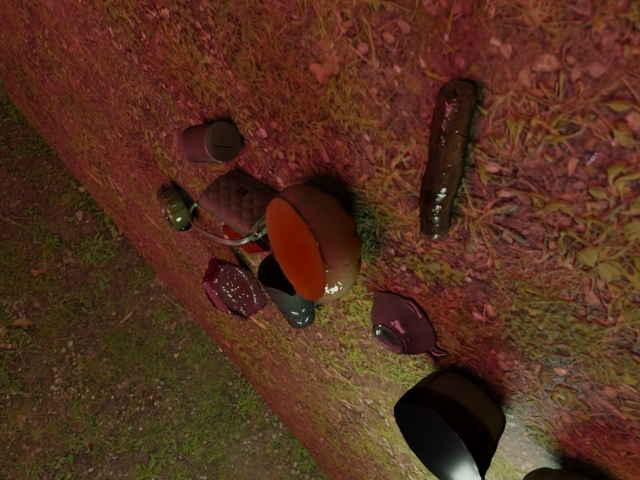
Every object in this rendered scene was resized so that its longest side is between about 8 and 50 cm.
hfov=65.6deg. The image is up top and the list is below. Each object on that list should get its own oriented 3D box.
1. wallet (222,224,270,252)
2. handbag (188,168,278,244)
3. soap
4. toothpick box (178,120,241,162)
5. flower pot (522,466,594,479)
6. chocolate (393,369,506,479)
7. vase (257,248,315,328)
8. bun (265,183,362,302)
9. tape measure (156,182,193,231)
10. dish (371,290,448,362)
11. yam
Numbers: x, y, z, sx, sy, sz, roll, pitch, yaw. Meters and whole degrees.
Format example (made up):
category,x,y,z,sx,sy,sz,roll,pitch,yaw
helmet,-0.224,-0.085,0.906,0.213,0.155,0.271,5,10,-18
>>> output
category,x,y,z,sx,sy,sz,roll,pitch,yaw
wallet,-0.250,-0.009,1.653,0.142,0.045,0.204,45,162,-15
handbag,-0.244,-0.085,1.394,0.256,0.219,0.079,30,149,30
soap,-0.344,0.184,1.924,0.112,0.182,0.289,11,135,45
toothpick box,-0.307,-0.269,1.372,0.181,0.111,0.111,11,134,52
flower pot,0.552,0.647,1.132,0.246,0.246,0.195,31,180,31
chocolate,0.343,0.458,1.257,0.283,0.186,0.283,41,148,33
vase,-0.094,0.157,1.583,0.301,0.156,0.251,74,172,-49
bun,0.000,0.000,1.204,0.299,0.165,0.299,41,143,42
tape measure,-0.568,-0.125,1.948,0.175,0.106,0.200,44,154,41
dish,0.209,0.244,1.297,0.246,0.078,0.224,44,151,10
yam,0.209,-0.122,0.844,0.067,0.071,0.317,2,139,6
